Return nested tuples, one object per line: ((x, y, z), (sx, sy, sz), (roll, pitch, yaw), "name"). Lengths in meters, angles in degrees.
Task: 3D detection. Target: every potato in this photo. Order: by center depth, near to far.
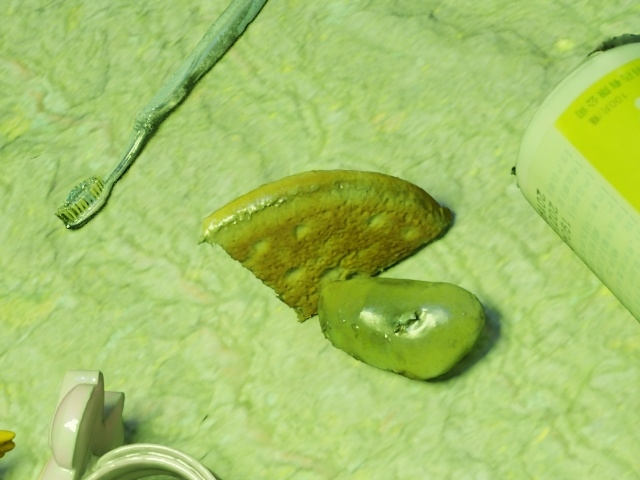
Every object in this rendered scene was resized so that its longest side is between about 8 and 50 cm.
((0.078, 0.085, 1.854), (0.188, 0.085, 0.105), (12, 77, 29), "potato")

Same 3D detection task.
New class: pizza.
((0.000, 0.000, 1.895), (0.292, 0.197, 0.058), (-6, 45, -23), "pizza")

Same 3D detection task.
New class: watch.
((-0.179, 0.281, 1.817), (0.217, 0.211, 0.248), (14, 77, 9), "watch")

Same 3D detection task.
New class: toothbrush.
((-0.175, -0.177, 2.127), (0.035, 0.042, 0.413), (31, 76, 32), "toothbrush")

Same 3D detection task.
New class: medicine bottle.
((0.370, -0.006, 1.706), (0.213, 0.213, 0.378), (-39, 57, -1), "medicine bottle")

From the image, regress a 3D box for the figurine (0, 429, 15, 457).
((-0.411, 0.367, 1.856), (0.187, 0.215, 0.343), (19, 50, -17), "figurine")
